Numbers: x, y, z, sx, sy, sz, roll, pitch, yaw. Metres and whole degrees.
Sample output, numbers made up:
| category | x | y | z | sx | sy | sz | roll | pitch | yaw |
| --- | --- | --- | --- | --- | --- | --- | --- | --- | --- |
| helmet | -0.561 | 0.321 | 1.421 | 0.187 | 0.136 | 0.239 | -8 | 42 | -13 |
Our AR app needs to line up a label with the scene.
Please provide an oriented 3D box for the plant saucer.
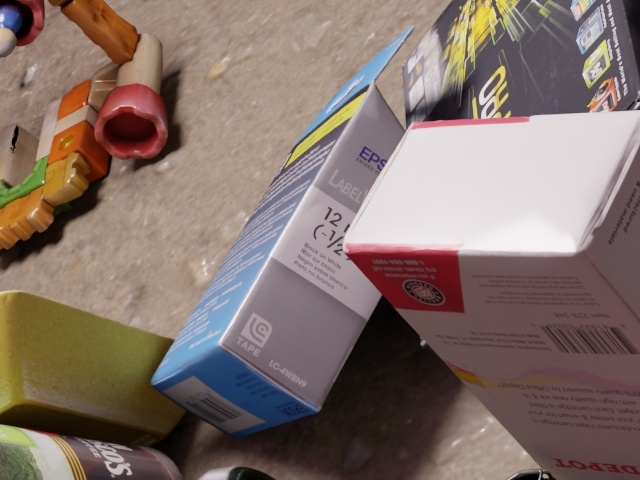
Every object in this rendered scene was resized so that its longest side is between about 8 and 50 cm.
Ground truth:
| category | x | y | z | sx | sy | sz | roll | pitch | yaw |
| --- | --- | --- | --- | --- | --- | --- | --- | --- | --- |
| plant saucer | -0.307 | 0.183 | 1.713 | 0.332 | 0.333 | 0.081 | -30 | 63 | 21 |

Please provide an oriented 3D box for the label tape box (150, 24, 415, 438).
| category | x | y | z | sx | sy | sz | roll | pitch | yaw |
| --- | --- | --- | --- | --- | --- | --- | --- | --- | --- |
| label tape box | 0.000 | 0.000 | 1.646 | 0.348 | 0.115 | 0.249 | -58 | 9 | -20 |

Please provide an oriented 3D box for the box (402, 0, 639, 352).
| category | x | y | z | sx | sy | sz | roll | pitch | yaw |
| --- | --- | --- | --- | --- | --- | --- | --- | --- | --- |
| box | 0.197 | -0.126 | 1.577 | 0.318 | 0.097 | 0.395 | -53 | 25 | 38 |

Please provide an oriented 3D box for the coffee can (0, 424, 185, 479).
| category | x | y | z | sx | sy | sz | roll | pitch | yaw |
| --- | --- | --- | --- | --- | --- | --- | --- | --- | --- |
| coffee can | -0.274 | 0.259 | 1.549 | 0.201 | 0.275 | 0.202 | -18 | 65 | 44 |

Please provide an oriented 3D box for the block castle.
| category | x | y | z | sx | sy | sz | roll | pitch | yaw |
| --- | --- | --- | --- | --- | --- | --- | --- | --- | --- |
| block castle | -0.425 | -0.140 | 2.135 | 0.453 | 0.303 | 0.213 | -26 | 40 | 26 |

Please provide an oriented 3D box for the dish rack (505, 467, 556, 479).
| category | x | y | z | sx | sy | sz | roll | pitch | yaw |
| --- | --- | --- | --- | --- | --- | --- | --- | --- | --- |
| dish rack | 0.230 | 0.259 | 1.262 | 0.271 | 0.074 | 0.208 | -11 | 48 | 39 |

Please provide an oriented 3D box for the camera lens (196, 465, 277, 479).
| category | x | y | z | sx | sy | sz | roll | pitch | yaw |
| --- | --- | --- | --- | --- | --- | --- | --- | --- | --- |
| camera lens | -0.100 | 0.326 | 1.401 | 0.274 | 0.219 | 0.219 | -38 | 35 | 11 |

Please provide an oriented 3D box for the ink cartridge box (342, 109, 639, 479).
| category | x | y | z | sx | sy | sz | roll | pitch | yaw |
| --- | --- | --- | --- | --- | --- | --- | --- | --- | --- |
| ink cartridge box | 0.198 | 0.051 | 1.302 | 0.226 | 0.306 | 0.131 | 0 | 54 | 45 |
